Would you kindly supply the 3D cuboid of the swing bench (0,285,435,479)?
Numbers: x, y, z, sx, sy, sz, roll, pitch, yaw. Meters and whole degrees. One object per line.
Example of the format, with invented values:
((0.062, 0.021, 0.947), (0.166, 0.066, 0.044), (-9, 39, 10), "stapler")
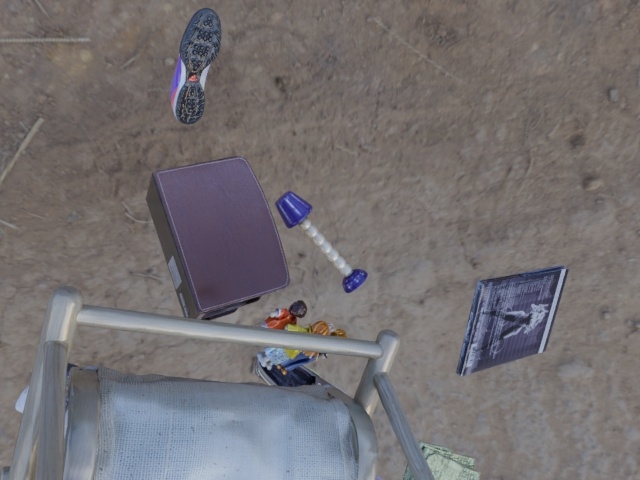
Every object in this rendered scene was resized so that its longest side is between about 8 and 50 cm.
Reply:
((-0.079, 0.191, 0.420), (0.253, 0.165, 0.254), (12, 122, -27), "swing bench")

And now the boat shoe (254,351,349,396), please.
((-0.035, 0.397, 1.627), (0.324, 0.097, 0.116), (34, 78, 10), "boat shoe")

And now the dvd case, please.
((0.321, 0.130, 1.026), (0.221, 0.018, 0.164), (-6, 113, -34), "dvd case")

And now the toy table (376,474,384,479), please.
((0.035, 0.498, 1.117), (0.161, 0.274, 0.252), (43, 79, -34), "toy table")

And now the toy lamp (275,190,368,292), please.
((0.000, 0.000, 1.442), (0.080, 0.080, 0.274), (-42, 105, -4), "toy lamp")

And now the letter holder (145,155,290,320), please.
((-0.213, -0.002, 1.299), (0.214, 0.152, 0.302), (-16, 79, -25), "letter holder")

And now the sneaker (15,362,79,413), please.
((-0.401, 0.347, 1.066), (0.129, 0.111, 0.297), (-28, 99, 27), "sneaker")

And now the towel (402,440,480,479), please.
((0.127, 0.312, 0.713), (0.110, 0.027, 0.148), (29, 74, -29), "towel")

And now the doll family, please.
((-0.030, 0.221, 1.303), (0.163, 0.263, 0.118), (-29, 59, 9), "doll family")

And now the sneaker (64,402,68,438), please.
((-0.262, 0.252, 0.713), (0.121, 0.217, 0.079), (37, 117, -11), "sneaker")

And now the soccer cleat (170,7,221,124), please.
((-0.353, -0.482, 1.687), (0.109, 0.116, 0.318), (-3, 125, -33), "soccer cleat")
